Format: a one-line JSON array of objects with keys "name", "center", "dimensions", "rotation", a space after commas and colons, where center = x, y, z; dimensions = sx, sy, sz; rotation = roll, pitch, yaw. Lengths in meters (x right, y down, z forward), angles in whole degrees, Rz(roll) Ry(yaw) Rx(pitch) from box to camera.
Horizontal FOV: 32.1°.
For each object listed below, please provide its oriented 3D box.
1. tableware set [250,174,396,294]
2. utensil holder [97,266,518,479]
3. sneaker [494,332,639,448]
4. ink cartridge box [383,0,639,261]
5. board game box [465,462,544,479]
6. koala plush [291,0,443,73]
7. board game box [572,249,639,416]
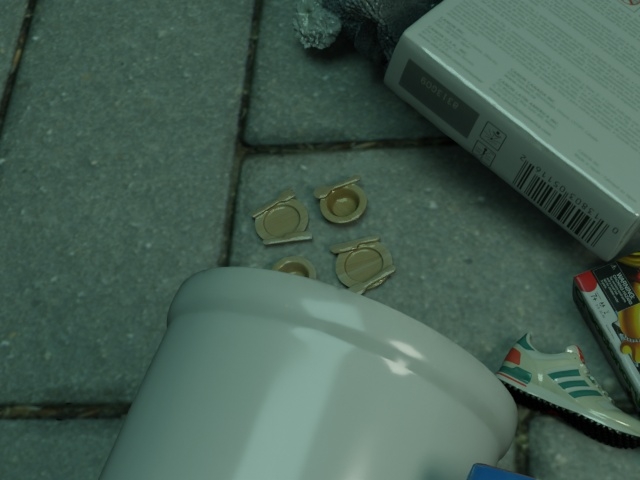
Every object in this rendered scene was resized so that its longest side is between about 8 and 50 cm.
[{"name": "tableware set", "center": [0.000, 0.000, 1.255], "dimensions": [0.141, 0.020, 0.168], "rotation": [-18, 57, 1]}, {"name": "utensil holder", "center": [-0.043, 0.268, 0.923], "dimensions": [0.327, 0.327, 0.385], "rotation": [13, 65, 19]}, {"name": "sneaker", "center": [0.253, 0.142, 1.089], "dimensions": [0.161, 0.057, 0.075], "rotation": [22, 71, 27]}, {"name": "ink cartridge box", "center": [0.304, -0.196, 1.228], "dimensions": [0.308, 0.091, 0.385], "rotation": [40, 55, 14]}, {"name": "board game box", "center": [0.260, 0.299, 0.846], "dimensions": [0.308, 0.302, 0.086], "rotation": [12, 62, 19]}, {"name": "koala plush", "center": [0.077, -0.280, 1.342], "dimensions": [0.196, 0.203, 0.221], "rotation": [-38, 37, -22]}, {"name": "board game box", "center": [0.397, 0.130, 1.067], "dimensions": [0.193, 0.053, 0.305], "rotation": [-22, 57, -3]}]
